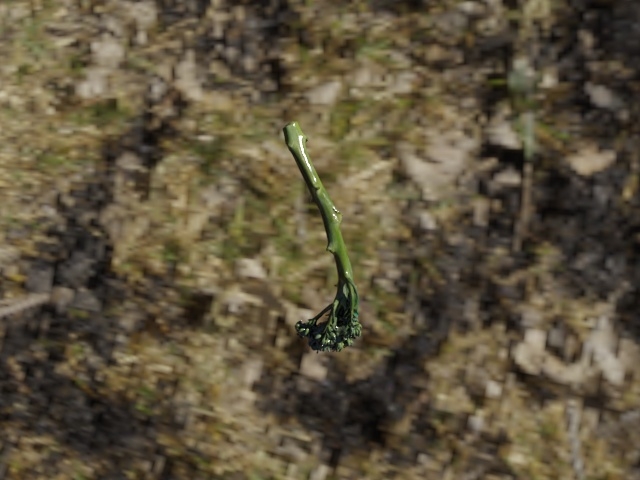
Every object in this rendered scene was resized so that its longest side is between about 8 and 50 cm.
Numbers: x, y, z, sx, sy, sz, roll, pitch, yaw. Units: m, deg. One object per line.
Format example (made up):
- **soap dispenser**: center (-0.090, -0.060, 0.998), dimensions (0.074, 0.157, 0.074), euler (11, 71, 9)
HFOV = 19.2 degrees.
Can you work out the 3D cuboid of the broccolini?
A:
- **broccolini**: center (0.006, 0.001, 1.456), dimensions (0.054, 0.052, 0.194), euler (-30, 119, -51)
